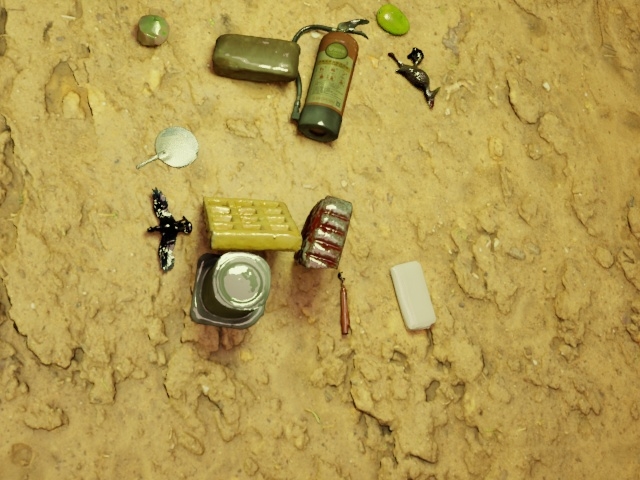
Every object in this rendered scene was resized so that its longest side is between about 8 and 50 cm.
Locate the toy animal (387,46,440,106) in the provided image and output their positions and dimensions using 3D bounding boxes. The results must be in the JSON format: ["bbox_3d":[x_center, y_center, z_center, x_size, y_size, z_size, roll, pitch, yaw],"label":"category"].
[{"bbox_3d":[0.285,-0.480,2.137,0.105,0.070,0.202,-28,89,-7],"label":"toy animal"}]

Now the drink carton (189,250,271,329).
[{"bbox_3d":[-0.205,0.108,1.786,0.191,0.189,0.185,12,70,-15],"label":"drink carton"}]

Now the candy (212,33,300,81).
[{"bbox_3d":[-0.172,-0.488,1.964,0.234,0.102,0.104,7,76,-9],"label":"candy"}]

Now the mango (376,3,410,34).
[{"bbox_3d":[0.215,-0.647,2.148,0.108,0.056,0.073,25,77,-13],"label":"mango"}]

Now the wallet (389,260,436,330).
[{"bbox_3d":[0.254,0.153,1.990,0.095,0.033,0.190,-14,81,-17],"label":"wallet"}]

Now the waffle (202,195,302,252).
[{"bbox_3d":[-0.174,-0.043,1.806,0.221,0.248,0.055,2,113,-15],"label":"waffle"}]

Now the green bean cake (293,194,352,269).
[{"bbox_3d":[0.000,0.000,1.844,0.097,0.233,0.198,18,77,-7],"label":"green bean cake"}]

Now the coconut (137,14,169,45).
[{"bbox_3d":[-0.439,-0.555,1.923,0.082,0.081,0.083,-20,72,-32],"label":"coconut"}]

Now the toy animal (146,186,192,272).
[{"bbox_3d":[-0.381,-0.032,1.838,0.108,0.062,0.220,-12,82,0],"label":"toy animal"}]

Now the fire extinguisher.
[{"bbox_3d":[0.005,-0.472,2.015,0.200,0.113,0.376,19,73,-11],"label":"fire extinguisher"}]

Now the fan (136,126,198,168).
[{"bbox_3d":[-0.400,-0.230,1.897,0.175,0.005,0.113,-31,88,-20],"label":"fan"}]

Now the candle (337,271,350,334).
[{"bbox_3d":[0.063,0.166,1.936,0.026,0.021,0.167,3,75,-26],"label":"candle"}]
